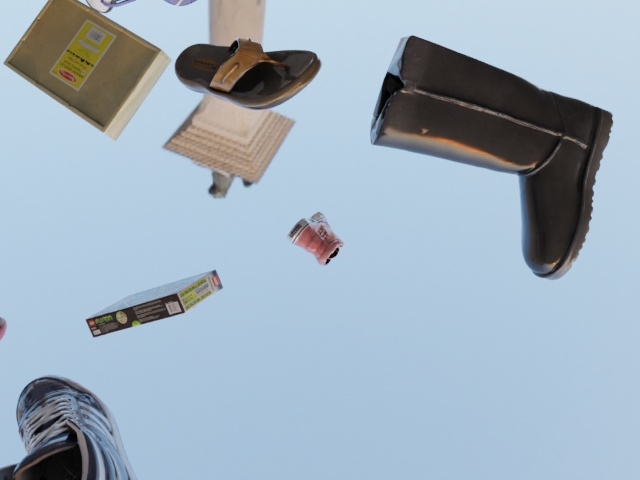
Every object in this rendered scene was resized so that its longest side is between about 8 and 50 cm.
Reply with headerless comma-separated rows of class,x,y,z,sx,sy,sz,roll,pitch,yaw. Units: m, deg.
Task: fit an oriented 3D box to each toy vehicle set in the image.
toy vehicle set,-0.398,-0.302,1.080,0.266,0.035,0.166,34,-93,20

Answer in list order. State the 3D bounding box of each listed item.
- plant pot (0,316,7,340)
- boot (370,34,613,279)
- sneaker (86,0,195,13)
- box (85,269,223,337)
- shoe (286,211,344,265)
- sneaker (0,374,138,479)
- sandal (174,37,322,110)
plant pot,-0.632,0.117,1.062,0.191,0.174,0.191,-15,-159,6
boot,0.304,-0.150,1.212,0.445,0.146,0.367,15,-93,-18
sneaker,-0.225,-0.353,0.773,0.127,0.182,0.315,-39,-115,-19
box,-0.277,0.106,1.064,0.207,0.036,0.114,-17,-171,27
shoe,0.000,0.000,1.122,0.081,0.063,0.178,41,-169,6
sneaker,-0.281,0.212,0.675,0.099,0.153,0.282,-39,-131,-15
sandal,-0.101,-0.216,0.776,0.219,0.060,0.090,21,-109,32
